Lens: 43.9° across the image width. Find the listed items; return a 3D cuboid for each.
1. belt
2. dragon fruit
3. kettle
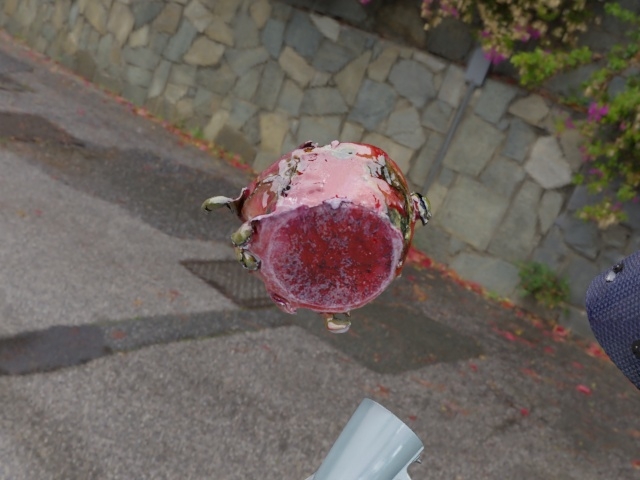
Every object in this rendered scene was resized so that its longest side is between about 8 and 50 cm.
[{"bbox_3d":[0.409,0.103,0.857,0.230,0.126,0.139,43,54,0],"label":"belt"},{"bbox_3d":[0.000,0.000,0.946,0.282,0.211,0.147,-2,46,-6],"label":"dragon fruit"},{"bbox_3d":[0.104,0.492,1.661,0.211,0.243,0.160,36,-16,11],"label":"kettle"}]
